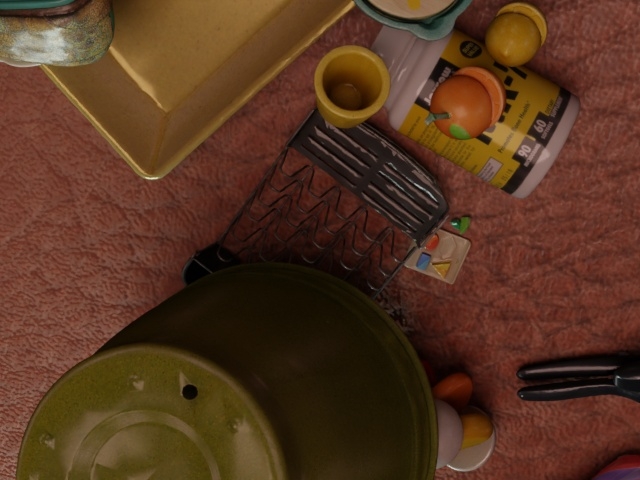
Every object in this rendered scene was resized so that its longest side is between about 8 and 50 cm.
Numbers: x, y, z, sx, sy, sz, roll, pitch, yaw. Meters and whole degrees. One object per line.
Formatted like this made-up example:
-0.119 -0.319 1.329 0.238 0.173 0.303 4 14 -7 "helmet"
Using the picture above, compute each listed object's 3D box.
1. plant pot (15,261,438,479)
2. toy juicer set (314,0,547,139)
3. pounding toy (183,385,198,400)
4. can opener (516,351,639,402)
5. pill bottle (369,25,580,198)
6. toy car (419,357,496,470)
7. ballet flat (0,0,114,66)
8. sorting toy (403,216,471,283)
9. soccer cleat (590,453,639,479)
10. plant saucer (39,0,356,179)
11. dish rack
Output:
-0.096 0.203 1.118 0.366 0.353 0.367 0 89 14 "plant pot"
0.118 -0.249 1.109 0.209 0.089 0.329 11 77 -4 "toy juicer set"
-0.138 0.198 1.422 0.269 0.155 0.154 -15 136 27 "pounding toy"
0.306 0.148 1.313 0.186 0.059 0.073 -5 137 24 "can opener"
0.142 -0.140 1.196 0.208 0.119 0.119 29 115 0 "pill bottle"
0.099 0.206 1.346 0.182 0.159 0.136 -27 68 20 "toy car"
-0.370 -0.230 1.202 0.348 0.123 0.123 7 113 12 "ballet flat"
0.133 0.004 1.314 0.062 0.012 0.083 23 115 3 "sorting toy"
0.286 0.335 1.332 0.248 0.095 0.083 -41 97 1 "soccer cleat"
-0.165 -0.285 1.228 0.333 0.081 0.333 -38 98 23 "plant saucer"
0.000 0.000 1.305 0.208 0.074 0.271 36 118 -4 "dish rack"
